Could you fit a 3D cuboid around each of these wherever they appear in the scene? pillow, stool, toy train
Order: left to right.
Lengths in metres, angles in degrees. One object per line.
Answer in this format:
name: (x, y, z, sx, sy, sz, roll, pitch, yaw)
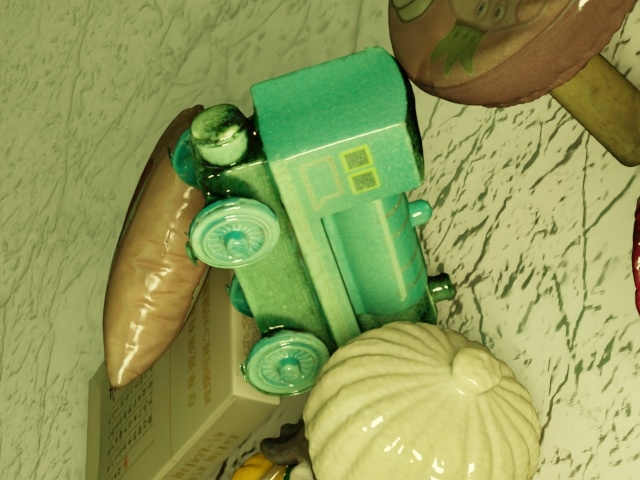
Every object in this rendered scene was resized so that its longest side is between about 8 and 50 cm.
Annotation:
pillow: (-0.129, 0.000, 1.614, 0.223, 0.084, 0.236, -96, 22, -79)
toy train: (0.003, -0.002, 1.473, 0.194, 0.298, 0.120, -17, 46, 2)
stool: (0.193, -0.204, 1.414, 0.272, 0.178, 0.272, -33, 46, 43)

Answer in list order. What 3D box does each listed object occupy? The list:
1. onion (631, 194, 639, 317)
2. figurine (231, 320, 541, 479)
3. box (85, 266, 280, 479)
onion: (0.303, 0.019, 1.123, 0.161, 0.248, 0.248, -39, 19, -29)
figurine: (0.021, 0.172, 1.448, 0.332, 0.185, 0.204, -12, 95, 49)
box: (-0.135, 0.139, 1.751, 0.365, 0.051, 0.204, -48, 36, 48)
